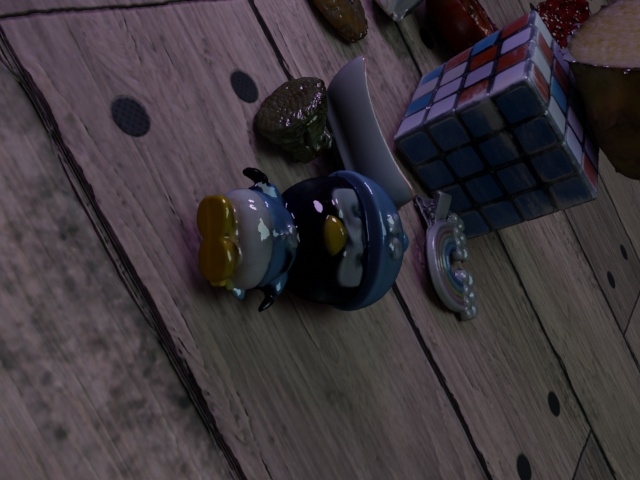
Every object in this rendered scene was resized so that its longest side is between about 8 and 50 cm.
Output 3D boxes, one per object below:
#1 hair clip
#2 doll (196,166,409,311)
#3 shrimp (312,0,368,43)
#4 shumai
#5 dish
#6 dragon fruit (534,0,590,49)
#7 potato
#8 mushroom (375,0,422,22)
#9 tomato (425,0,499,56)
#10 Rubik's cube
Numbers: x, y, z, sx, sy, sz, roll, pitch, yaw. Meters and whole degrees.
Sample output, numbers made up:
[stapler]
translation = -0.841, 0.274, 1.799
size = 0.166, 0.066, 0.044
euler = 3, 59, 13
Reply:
[hair clip]
translation = 0.206, 0.025, 1.056
size = 0.140, 0.054, 0.220
euler = 10, 69, -53
[doll]
translation = 0.000, 0.000, 0.762
size = 0.314, 0.141, 0.177
euler = -1, 86, -43
[shrimp]
translation = 0.020, -0.456, 1.069
size = 0.173, 0.058, 0.253
euler = -25, 95, -58
[shumai]
translation = -0.025, -0.157, 0.854
size = 0.087, 0.098, 0.124
euler = 56, 41, -38
[dish]
translation = 0.055, -0.138, 0.908
size = 0.151, 0.077, 0.213
euler = 107, -37, -85
[dragon fruit]
translation = 0.598, -0.500, 1.679
size = 0.204, 0.152, 0.317
euler = 14, 69, -21
[potato]
translation = 0.557, -0.241, 1.045
size = 0.288, 0.300, 0.237
euler = -40, 129, -17
[mushroom]
translation = 0.218, -0.547, 1.208
size = 0.097, 0.109, 0.351
euler = 45, 75, -10
[tomato]
translation = 0.290, -0.471, 1.342
size = 0.228, 0.101, 0.228
euler = 33, 41, -35
[Rubik's cube]
translation = 0.319, -0.196, 1.117
size = 0.259, 0.256, 0.253
euler = 50, 42, -21
